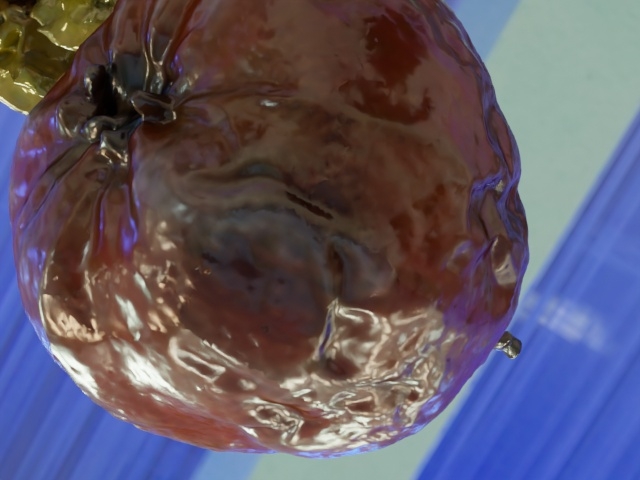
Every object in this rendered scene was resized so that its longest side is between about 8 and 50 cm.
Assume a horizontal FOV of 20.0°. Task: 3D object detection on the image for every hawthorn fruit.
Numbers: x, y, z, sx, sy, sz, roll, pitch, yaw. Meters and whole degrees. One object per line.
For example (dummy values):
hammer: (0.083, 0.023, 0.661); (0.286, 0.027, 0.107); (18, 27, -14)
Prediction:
hawthorn fruit: (0.000, 0.000, 0.823); (0.271, 0.242, 0.242); (37, -169, -38)

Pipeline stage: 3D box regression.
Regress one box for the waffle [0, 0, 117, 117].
waffle: (-0.262, -0.191, 1.078); (0.324, 0.151, 0.261); (19, -158, -40)
